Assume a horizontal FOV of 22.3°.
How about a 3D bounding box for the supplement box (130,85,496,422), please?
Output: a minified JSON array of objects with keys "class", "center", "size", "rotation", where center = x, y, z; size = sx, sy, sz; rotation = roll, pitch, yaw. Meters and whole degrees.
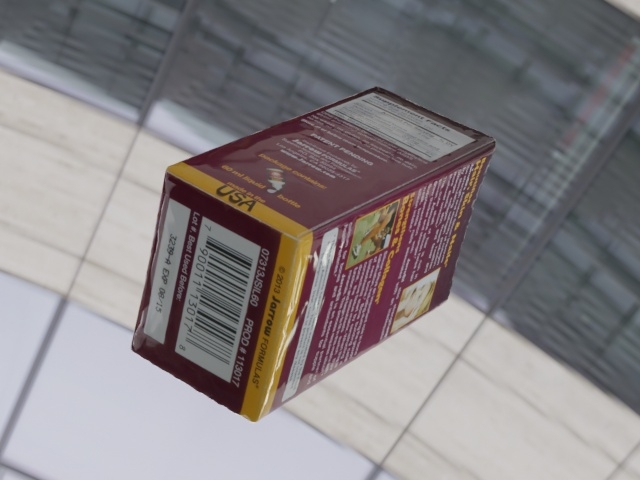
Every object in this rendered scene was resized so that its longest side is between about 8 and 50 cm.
[{"class":"supplement box","center":[0.000,0.000,0.817],"size":[0.081,0.104,0.188],"rotation":[28,-150,24]}]
